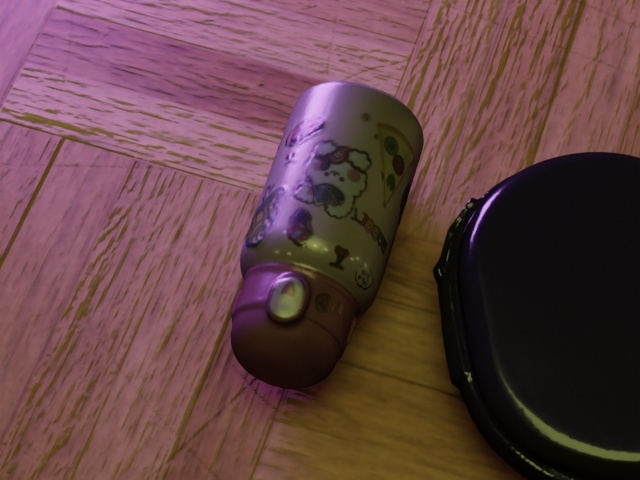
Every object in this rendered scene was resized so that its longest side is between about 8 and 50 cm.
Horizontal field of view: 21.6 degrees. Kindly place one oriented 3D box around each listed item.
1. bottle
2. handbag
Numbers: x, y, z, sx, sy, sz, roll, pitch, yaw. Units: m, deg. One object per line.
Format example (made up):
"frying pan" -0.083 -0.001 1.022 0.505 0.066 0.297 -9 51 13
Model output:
"bottle" 0.000 0.000 1.356 0.120 0.120 0.253 13 58 7
"handbag" 0.222 0.068 1.335 0.253 0.093 0.308 -5 58 -2
